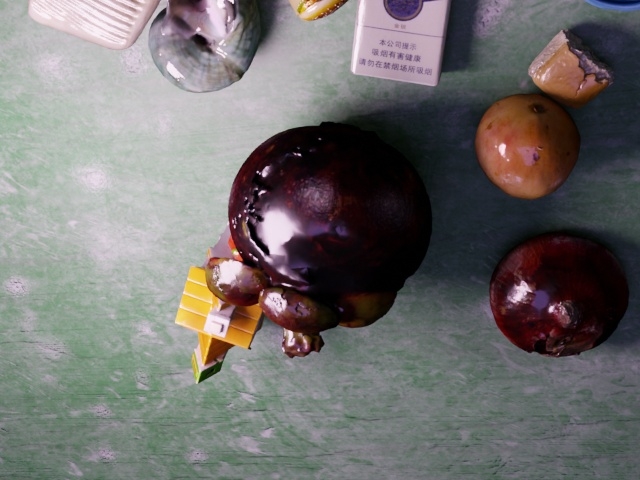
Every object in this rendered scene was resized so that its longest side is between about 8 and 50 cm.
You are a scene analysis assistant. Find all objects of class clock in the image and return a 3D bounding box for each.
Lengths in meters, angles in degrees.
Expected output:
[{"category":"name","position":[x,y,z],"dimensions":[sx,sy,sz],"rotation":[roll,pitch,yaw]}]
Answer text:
[{"category":"clock","position":[-0.192,0.125,1.942],"dimensions":[0.166,0.309,0.235],"rotation":[19,123,1]}]

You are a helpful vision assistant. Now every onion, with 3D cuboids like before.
[{"category":"onion","position":[0.468,0.125,1.847],"dimensions":[0.272,0.195,0.271],"rotation":[2,114,5]}]

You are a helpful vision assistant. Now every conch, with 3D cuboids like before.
[{"category":"conch","position":[-0.218,-0.377,1.731],"dimensions":[0.277,0.195,0.220],"rotation":[-6,137,49]}]

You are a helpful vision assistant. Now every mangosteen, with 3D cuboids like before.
[{"category":"mangosteen","position":[-0.005,-0.018,1.772],"dimensions":[0.381,0.381,0.421],"rotation":[33,106,-6]}]

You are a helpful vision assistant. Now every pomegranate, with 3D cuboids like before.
[{"category":"pomegranate","position":[0.367,-0.166,1.699],"dimensions":[0.191,0.191,0.191],"rotation":[6,122,10]}]

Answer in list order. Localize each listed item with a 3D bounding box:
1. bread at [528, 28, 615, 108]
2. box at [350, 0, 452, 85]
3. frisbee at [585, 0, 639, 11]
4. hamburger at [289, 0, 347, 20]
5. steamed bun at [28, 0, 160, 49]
[{"category":"bread","position":[0.441,-0.291,1.665],"dimensions":[0.125,0.082,0.106],"rotation":[35,116,-11]},{"category":"box","position":[0.148,-0.411,1.672],"dimensions":[0.168,0.071,0.259],"rotation":[10,124,9]},{"category":"frisbee","position":[0.503,-0.495,1.547],"dimensions":[0.242,0.045,0.242],"rotation":[7,123,11]},{"category":"hamburger","position":[0.006,-0.433,1.655],"dimensions":[0.127,0.141,0.081],"rotation":[-37,93,-8]},{"category":"steamed bun","position":[-0.355,-0.540,1.631],"dimensions":[0.247,0.236,0.383],"rotation":[17,130,-8]}]
